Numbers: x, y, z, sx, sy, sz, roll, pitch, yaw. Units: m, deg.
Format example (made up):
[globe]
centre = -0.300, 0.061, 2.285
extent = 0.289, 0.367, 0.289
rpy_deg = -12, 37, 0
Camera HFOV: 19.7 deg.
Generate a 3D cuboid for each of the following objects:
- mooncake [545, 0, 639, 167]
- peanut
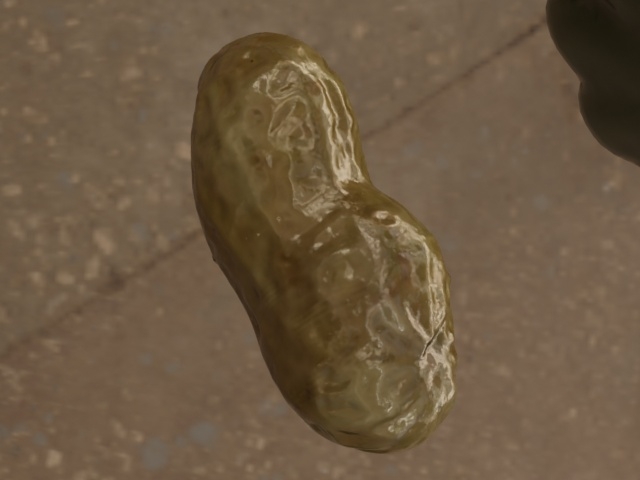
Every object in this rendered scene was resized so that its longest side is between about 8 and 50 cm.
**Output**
[mooncake]
centre = 0.285, -0.119, 0.960
extent = 0.194, 0.356, 0.356
rpy_deg = -36, 113, -27
[peanut]
centre = 0.000, 0.000, 0.460
extent = 0.054, 0.054, 0.113
rpy_deg = -18, 78, -36
